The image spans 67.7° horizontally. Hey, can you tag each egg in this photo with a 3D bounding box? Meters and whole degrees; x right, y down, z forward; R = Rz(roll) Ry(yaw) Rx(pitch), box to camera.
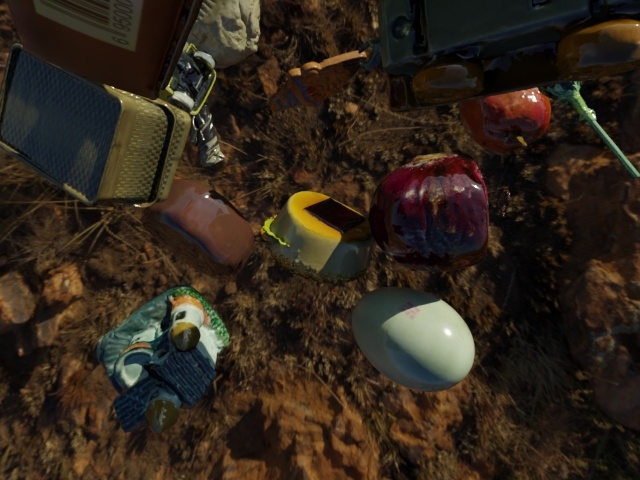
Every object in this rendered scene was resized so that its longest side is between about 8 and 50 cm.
[{"bbox_3d":[0.211,0.232,1.180,0.230,0.371,0.230,-8,106,-30],"label":"egg"}]

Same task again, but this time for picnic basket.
[{"bbox_3d":[-0.348,-0.172,0.727,0.267,0.139,0.165,29,106,18],"label":"picnic basket"}]

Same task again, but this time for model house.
[{"bbox_3d":[-0.307,0.250,0.917,0.253,0.291,0.184,-32,112,-3],"label":"model house"}]

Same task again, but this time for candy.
[{"bbox_3d":[0.550,-0.252,0.974,0.083,0.091,0.305,-41,78,38],"label":"candy"}]

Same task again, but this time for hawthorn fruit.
[{"bbox_3d":[0.631,-0.418,1.610,0.287,0.330,0.287,-4,140,-3],"label":"hawthorn fruit"}]

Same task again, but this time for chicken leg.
[{"bbox_3d":[0.548,-0.112,1.435,0.021,0.036,0.083,8,98,-40],"label":"chicken leg"}]

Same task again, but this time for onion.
[{"bbox_3d":[0.245,-0.058,1.136,0.260,0.336,0.282,-10,110,7],"label":"onion"}]

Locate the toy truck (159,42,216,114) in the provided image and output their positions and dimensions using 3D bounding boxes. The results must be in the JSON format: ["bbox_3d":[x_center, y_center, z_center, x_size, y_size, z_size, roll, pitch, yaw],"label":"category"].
[{"bbox_3d":[-0.334,-0.356,0.886,0.157,0.272,0.124,13,73,33],"label":"toy truck"}]

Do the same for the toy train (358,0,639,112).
[{"bbox_3d":[0.214,-0.237,0.514,0.369,0.232,0.163,0,100,39],"label":"toy train"}]

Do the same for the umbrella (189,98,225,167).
[{"bbox_3d":[-0.425,-0.432,1.649,0.106,0.113,0.357,-16,104,-16],"label":"umbrella"}]

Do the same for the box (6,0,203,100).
[{"bbox_3d":[-0.092,-0.337,0.301,0.122,0.344,0.385,15,81,-24],"label":"box"}]

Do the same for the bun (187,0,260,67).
[{"bbox_3d":[-0.266,-0.556,1.197,0.281,0.205,0.281,-7,76,29],"label":"bun"}]

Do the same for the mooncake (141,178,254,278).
[{"bbox_3d":[-0.364,-0.028,1.395,0.334,0.326,0.174,23,65,6],"label":"mooncake"}]

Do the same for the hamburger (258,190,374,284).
[{"bbox_3d":[0.000,0.000,1.255,0.294,0.276,0.179,30,118,15],"label":"hamburger"}]

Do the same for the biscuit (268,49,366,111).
[{"bbox_3d":[-0.009,-0.390,1.193,0.280,0.183,0.043,-19,80,22],"label":"biscuit"}]
